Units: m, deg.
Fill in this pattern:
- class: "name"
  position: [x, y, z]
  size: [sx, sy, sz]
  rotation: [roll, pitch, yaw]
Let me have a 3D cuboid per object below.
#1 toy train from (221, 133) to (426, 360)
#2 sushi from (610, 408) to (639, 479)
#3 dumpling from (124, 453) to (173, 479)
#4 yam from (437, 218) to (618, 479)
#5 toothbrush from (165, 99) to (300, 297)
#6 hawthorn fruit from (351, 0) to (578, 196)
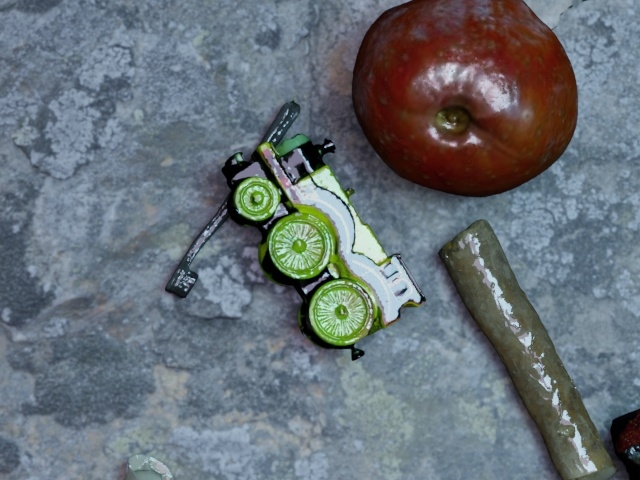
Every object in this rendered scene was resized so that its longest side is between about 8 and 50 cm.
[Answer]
- class: "toy train"
  position: [0.000, 0.000, 1.670]
  size: [0.160, 0.100, 0.296]
  rotation: [-33, 91, -8]
- class: "sushi"
  position: [0.474, 0.247, 1.640]
  size: [0.225, 0.136, 0.126]
  rotation: [-19, 74, 0]
- class: "dumpling"
  position: [-0.213, 0.307, 1.658]
  size: [0.052, 0.057, 0.076]
  rotation: [-51, 57, 27]
- class: "yam"
  position: [0.257, 0.145, 1.677]
  size: [0.081, 0.081, 0.356]
  rotation: [-26, 81, -6]
- class: "toothbrush"
  position: [-0.108, -0.055, 1.719]
  size: [0.030, 0.030, 0.297]
  rotation: [33, 82, -5]
- class: "hawthorn fruit"
  position: [0.173, -0.177, 1.642]
  size: [0.284, 0.284, 0.284]
  rotation: [0, 81, -2]
